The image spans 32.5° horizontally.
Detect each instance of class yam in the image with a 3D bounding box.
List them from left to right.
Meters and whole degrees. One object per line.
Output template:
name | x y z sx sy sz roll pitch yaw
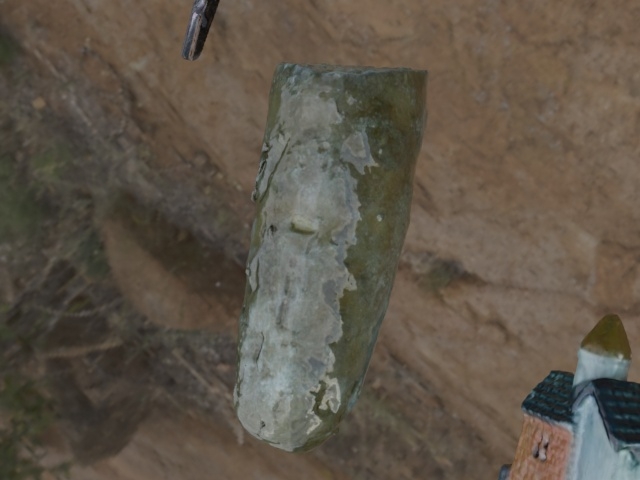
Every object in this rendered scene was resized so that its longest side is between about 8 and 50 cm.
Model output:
yam | 0.000 0.000 0.859 0.133 0.331 0.133 11 172 2

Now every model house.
model house | 0.337 0.230 1.238 0.253 0.184 0.291 -161 77 -72

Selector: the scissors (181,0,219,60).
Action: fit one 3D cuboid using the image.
scissors | -0.082 -0.306 1.044 0.024 0.160 0.318 46 131 30
